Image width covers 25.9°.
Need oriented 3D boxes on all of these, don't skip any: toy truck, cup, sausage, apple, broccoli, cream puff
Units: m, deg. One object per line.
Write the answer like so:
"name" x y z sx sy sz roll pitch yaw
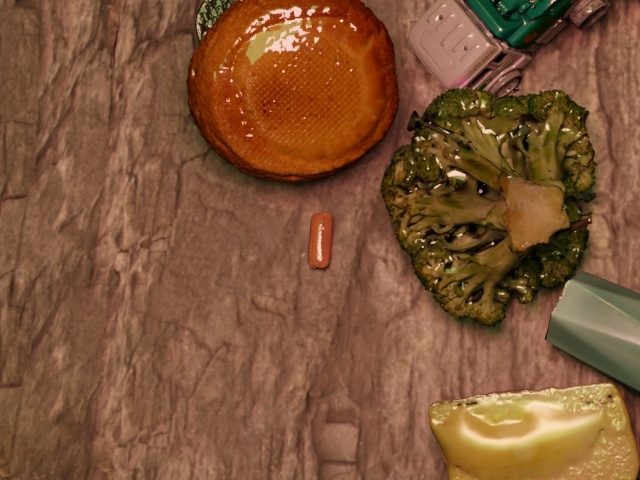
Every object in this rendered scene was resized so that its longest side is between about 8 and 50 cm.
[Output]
"toy truck" 0.283 -0.353 1.928 0.363 0.178 0.177 -45 71 27
"cup" 0.428 0.141 1.868 0.235 0.134 0.148 26 110 23
"sausage" 0.000 0.000 2.019 0.034 0.034 0.083 2 79 11
"apple" 0.290 0.288 1.864 0.264 0.120 0.193 -9 89 11
"broccoli" 0.249 -0.053 1.864 0.303 0.283 0.321 -19 102 -8
"cream puff" -0.043 -0.228 1.981 0.303 0.212 0.303 -3 111 -8

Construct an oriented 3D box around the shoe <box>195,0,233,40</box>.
"shoe" -0.136 -0.283 2.103 0.071 0.049 0.179 -19 94 11
